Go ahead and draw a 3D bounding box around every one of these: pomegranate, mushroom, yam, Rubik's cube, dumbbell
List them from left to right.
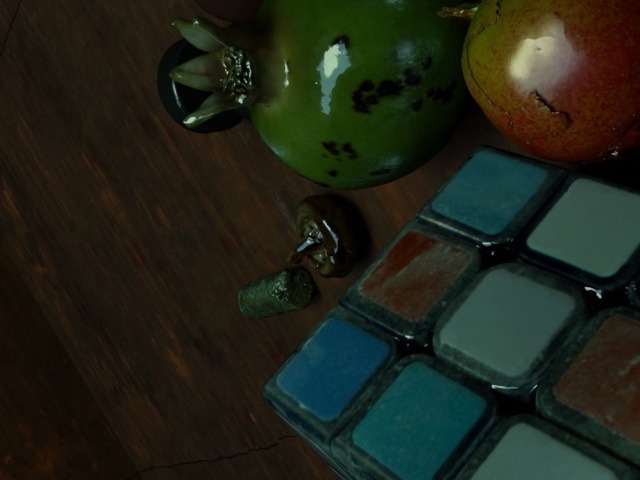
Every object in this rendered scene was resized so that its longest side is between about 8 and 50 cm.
[{"bbox_3d":[-0.122,-0.240,1.105,0.218,0.152,0.152,2,115,49],"label":"dumbbell"},{"bbox_3d":[-0.084,0.097,1.351,0.179,0.078,0.078,-18,100,53],"label":"yam"},{"bbox_3d":[0.001,0.000,1.186,0.170,0.080,0.135,-31,77,54],"label":"mushroom"},{"bbox_3d":[0.023,-0.189,0.836,0.291,0.323,0.290,10,108,34],"label":"pomegranate"},{"bbox_3d":[0.220,0.171,0.710,0.363,0.359,0.362,25,159,45],"label":"Rubik's cube"},{"bbox_3d":[0.226,-0.180,0.700,0.235,0.210,0.210,41,139,16],"label":"pomegranate"}]

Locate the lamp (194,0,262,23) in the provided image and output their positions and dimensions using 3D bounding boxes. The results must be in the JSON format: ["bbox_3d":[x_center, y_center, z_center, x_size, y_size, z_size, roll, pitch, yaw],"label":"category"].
[{"bbox_3d":[-0.107,-0.378,0.962,0.258,0.180,0.180,-123,26,-54],"label":"lamp"}]
